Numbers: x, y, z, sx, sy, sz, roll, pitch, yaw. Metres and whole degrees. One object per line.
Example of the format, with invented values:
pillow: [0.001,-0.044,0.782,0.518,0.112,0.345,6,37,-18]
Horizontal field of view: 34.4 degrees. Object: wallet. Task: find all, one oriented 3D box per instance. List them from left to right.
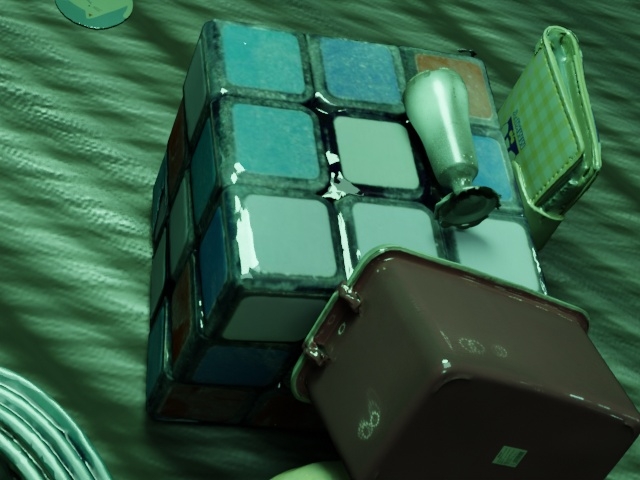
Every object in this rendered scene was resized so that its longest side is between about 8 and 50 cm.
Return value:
wallet: [0.273,-0.100,1.378,0.077,0.309,0.223,5,58,-12]

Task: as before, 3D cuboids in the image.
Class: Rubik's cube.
Rubik's cube: [0.000,0.000,1.185,0.362,0.359,0.363,9,52,-20]

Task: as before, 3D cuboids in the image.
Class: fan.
fan: [-0.317,-0.374,1.533,0.113,0.005,0.175,35,54,4]

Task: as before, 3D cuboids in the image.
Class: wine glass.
wine glass: [0.129,-0.094,1.044,0.072,0.072,0.155,0,58,-20]

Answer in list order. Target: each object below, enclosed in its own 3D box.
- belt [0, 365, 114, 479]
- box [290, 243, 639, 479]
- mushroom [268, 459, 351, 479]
belt: [-0.329,0.324,0.972,0.300,0.173,0.436,-23,68,-27]
box: [0.140,0.145,0.956,0.294,0.193,0.167,18,23,-28]
mushroom: [0.049,0.385,0.994,0.315,0.315,0.356,-30,70,-32]
